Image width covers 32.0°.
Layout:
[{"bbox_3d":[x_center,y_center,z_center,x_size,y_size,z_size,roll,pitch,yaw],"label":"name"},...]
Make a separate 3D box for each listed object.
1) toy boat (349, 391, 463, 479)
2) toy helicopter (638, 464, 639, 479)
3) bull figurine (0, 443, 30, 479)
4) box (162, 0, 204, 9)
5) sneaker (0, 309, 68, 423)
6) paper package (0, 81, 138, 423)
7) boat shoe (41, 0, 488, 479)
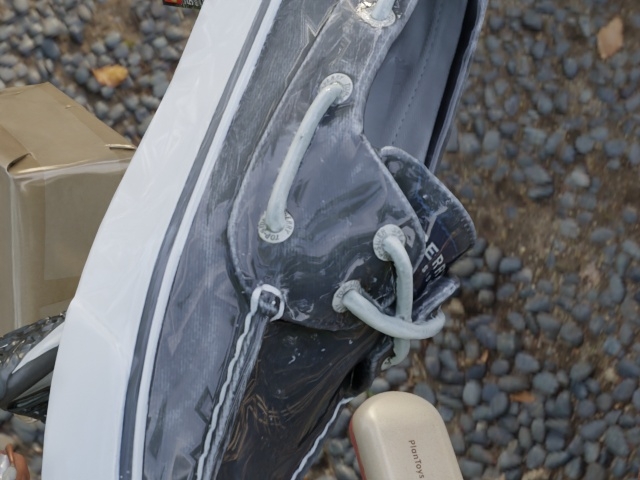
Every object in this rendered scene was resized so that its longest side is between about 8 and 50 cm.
[{"bbox_3d":[0.121,0.351,1.704,0.151,0.151,0.231,-4,60,-21],"label":"toy boat"},{"bbox_3d":[0.396,0.233,1.010,0.140,0.235,0.355,12,27,5],"label":"toy helicopter"},{"bbox_3d":[-0.469,0.442,1.551,0.101,0.188,0.310,5,87,-6],"label":"bull figurine"},{"bbox_3d":[-0.136,-0.374,1.257,0.159,0.233,0.044,15,40,36],"label":"box"},{"bbox_3d":[-0.222,0.119,0.960,0.100,0.271,0.108,-21,86,8],"label":"sneaker"},{"bbox_3d":[-0.360,0.000,1.386,0.168,0.325,0.309,-12,30,-34],"label":"paper package"},{"bbox_3d":[0.000,0.000,0.379,0.102,0.108,0.301,6,62,22],"label":"boat shoe"}]
